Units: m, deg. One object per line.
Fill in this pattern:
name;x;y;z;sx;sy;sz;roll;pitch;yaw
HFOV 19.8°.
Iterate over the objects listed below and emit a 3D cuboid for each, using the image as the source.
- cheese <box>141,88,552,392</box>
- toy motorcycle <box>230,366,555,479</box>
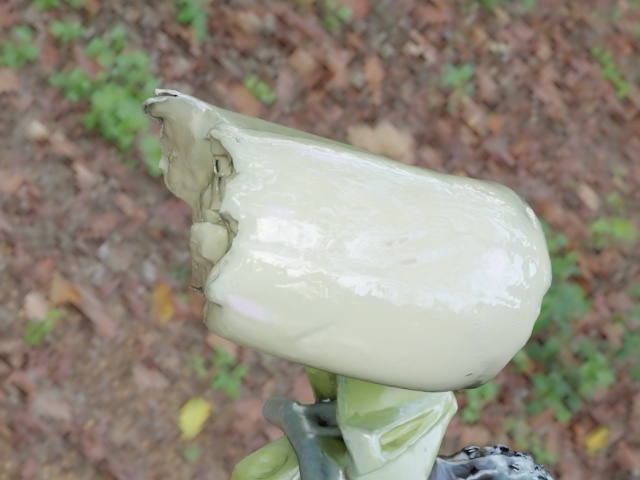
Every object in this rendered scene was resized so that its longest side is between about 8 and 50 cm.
cheese;0.000;0.000;1.064;0.233;0.127;0.266;18;2;-13
toy motorcycle;-0.042;0.215;1.190;0.237;0.410;0.169;65;-6;-21
